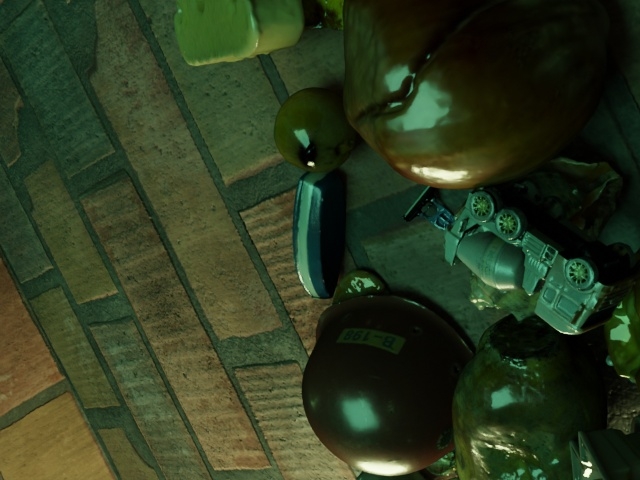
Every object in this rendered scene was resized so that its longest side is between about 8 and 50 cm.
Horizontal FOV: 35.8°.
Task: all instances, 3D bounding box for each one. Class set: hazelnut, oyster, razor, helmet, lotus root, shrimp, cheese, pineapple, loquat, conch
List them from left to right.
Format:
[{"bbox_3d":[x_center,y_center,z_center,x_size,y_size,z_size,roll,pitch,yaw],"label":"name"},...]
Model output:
[{"bbox_3d":[-0.171,-0.482,1.696,0.384,0.104,0.384,45,144,47],"label":"cheese"},{"bbox_3d":[-0.010,-0.191,1.723,0.163,0.137,0.163,40,158,20],"label":"loquat"},{"bbox_3d":[0.014,-0.407,1.598,0.233,0.079,0.135,16,124,46],"label":"pineapple"},{"bbox_3d":[0.080,0.152,1.933,0.133,0.053,0.236,26,131,10],"label":"shrimp"},{"bbox_3d":[0.092,0.294,1.813,0.385,0.230,0.337,12,126,31],"label":"helmet"},{"bbox_3d":[0.238,0.424,1.944,0.080,0.038,0.083,-46,46,28],"label":"oyster"},{"bbox_3d":[0.195,-0.236,1.314,0.372,0.315,0.372,-4,79,20],"label":"hazelnut"},{"bbox_3d":[0.254,0.006,1.625,0.253,0.042,0.082,40,98,23],"label":"razor"},{"bbox_3d":[0.308,-0.018,1.450,0.210,0.159,0.291,41,108,-1],"label":"conch"},{"bbox_3d":[0.328,0.266,1.543,0.250,0.250,0.346,26,140,37],"label":"lotus root"}]

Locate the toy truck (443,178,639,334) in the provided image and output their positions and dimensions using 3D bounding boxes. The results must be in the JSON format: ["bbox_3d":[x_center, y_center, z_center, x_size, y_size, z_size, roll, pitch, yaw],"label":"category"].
[{"bbox_3d":[0.274,0.023,1.288,0.257,0.108,0.140,40,127,33],"label":"toy truck"}]

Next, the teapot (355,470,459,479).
[{"bbox_3d":[0.160,0.535,2.020,0.193,0.129,0.294,60,146,1],"label":"teapot"}]

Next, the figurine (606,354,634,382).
[{"bbox_3d":[0.457,0.161,1.447,0.082,0.094,0.086,35,144,48],"label":"figurine"}]

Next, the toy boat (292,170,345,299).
[{"bbox_3d":[0.000,0.000,1.878,0.062,0.096,0.299,23,132,28],"label":"toy boat"}]

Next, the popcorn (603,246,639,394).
[{"bbox_3d":[0.470,0.117,1.272,0.206,0.251,0.237,-28,95,48],"label":"popcorn"}]

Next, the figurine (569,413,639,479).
[{"bbox_3d":[0.501,0.307,1.358,0.342,0.285,0.167,143,116,-87],"label":"figurine"}]
